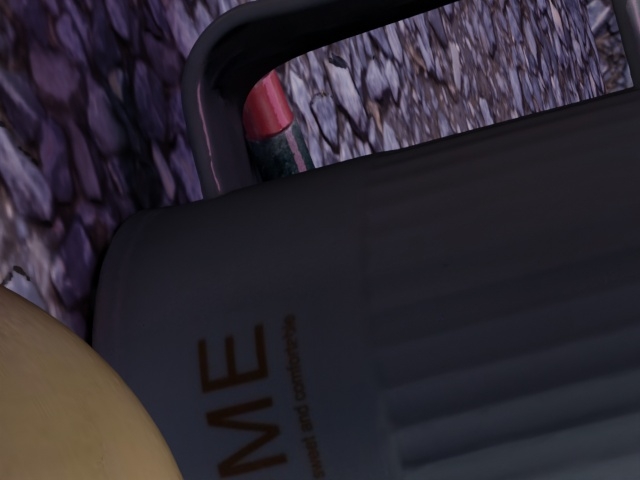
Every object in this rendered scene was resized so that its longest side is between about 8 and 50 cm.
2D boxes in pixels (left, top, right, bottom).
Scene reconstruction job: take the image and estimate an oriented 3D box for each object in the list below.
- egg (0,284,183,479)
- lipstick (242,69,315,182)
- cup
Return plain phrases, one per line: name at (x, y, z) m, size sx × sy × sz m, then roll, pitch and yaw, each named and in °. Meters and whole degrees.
egg at (-0.123, 0.097, 0.508) m, size 0.253 × 0.189 × 0.188 m, roll 51°, pitch 28°, yaw -73°
lipstick at (0.000, 0.000, 1.196) m, size 0.053 × 0.053 × 0.234 m, roll -44°, pitch 115°, yaw -70°
cup at (0.083, 0.042, 0.975) m, size 0.257 × 0.311 × 0.331 m, roll 51°, pitch 29°, yaw -52°
